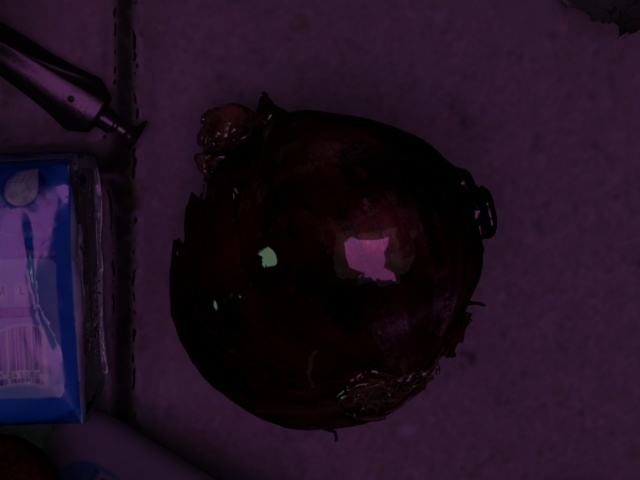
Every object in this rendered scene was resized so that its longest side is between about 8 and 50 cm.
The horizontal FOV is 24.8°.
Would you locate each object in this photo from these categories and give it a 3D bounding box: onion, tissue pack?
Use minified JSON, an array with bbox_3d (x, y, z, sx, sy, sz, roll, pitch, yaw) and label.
[{"bbox_3d":[0.008,0.018,1.037,0.221,0.281,0.281,-16,100,-19],"label":"onion"},{"bbox_3d":[-0.300,0.035,1.093,0.263,0.146,0.198,-2,97,0],"label":"tissue pack"}]

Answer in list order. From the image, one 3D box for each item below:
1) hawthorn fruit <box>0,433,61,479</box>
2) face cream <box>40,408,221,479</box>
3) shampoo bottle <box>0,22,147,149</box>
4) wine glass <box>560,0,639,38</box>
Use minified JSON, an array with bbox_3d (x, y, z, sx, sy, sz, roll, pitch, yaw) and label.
[{"bbox_3d":[-0.264,0.231,1.059,0.169,0.169,0.188,-2,102,-1],"label":"hawthorn fruit"},{"bbox_3d":[-0.083,0.272,1.122,0.336,0.080,0.163,29,104,14],"label":"face cream"},{"bbox_3d":[-0.200,-0.116,1.130,0.137,0.027,0.048,35,99,-7],"label":"shampoo bottle"},{"bbox_3d":[0.274,-0.309,1.033,0.357,0.190,0.190,-41,98,1],"label":"wine glass"}]
